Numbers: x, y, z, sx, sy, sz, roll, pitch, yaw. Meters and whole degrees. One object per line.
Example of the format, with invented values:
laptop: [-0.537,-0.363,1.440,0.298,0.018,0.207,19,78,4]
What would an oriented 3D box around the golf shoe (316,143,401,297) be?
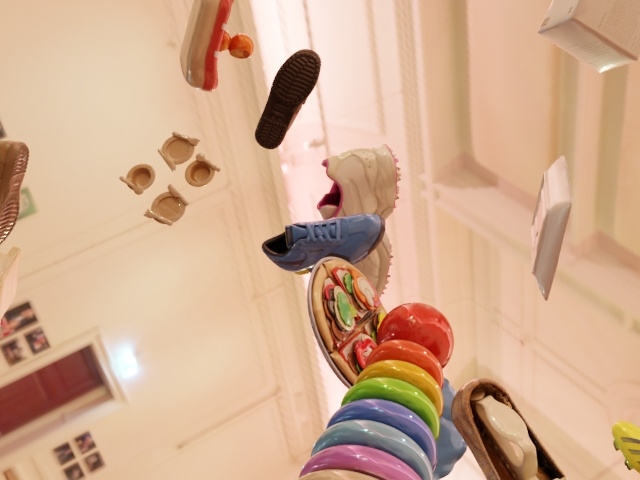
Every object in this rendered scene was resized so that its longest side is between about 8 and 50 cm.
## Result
golf shoe: [0.057,-0.022,1.473,0.115,0.140,0.306,-121,-150,-63]

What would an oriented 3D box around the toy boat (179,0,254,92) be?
toy boat: [-0.221,-0.442,1.881,0.151,0.151,0.231,-139,-116,-65]

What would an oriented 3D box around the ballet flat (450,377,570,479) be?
ballet flat: [0.273,0.314,1.105,0.316,0.107,0.106,55,-23,28]

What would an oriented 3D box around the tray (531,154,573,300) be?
tray: [0.329,-0.028,1.221,0.270,0.030,0.145,-54,154,-67]

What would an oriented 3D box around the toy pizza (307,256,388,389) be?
toy pizza: [0.053,0.111,1.101,0.032,0.201,0.201,-26,-90,28]

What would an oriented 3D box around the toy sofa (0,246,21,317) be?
toy sofa: [-0.771,0.061,1.591,0.177,0.362,0.150,-75,-174,-51]

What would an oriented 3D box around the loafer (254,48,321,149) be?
loafer: [-0.070,-0.293,1.721,0.080,0.220,0.078,30,18,-6]

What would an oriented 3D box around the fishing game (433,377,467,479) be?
fishing game: [0.130,0.276,1.259,0.041,0.189,0.264,119,-43,-64]

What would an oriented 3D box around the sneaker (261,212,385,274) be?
sneaker: [0.000,0.000,1.264,0.209,0.082,0.069,-17,-123,38]

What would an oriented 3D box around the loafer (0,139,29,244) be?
loafer: [-0.406,-0.058,1.054,0.050,0.148,0.056,20,6,7]

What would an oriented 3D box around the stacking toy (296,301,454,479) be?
stacking toy: [0.073,0.186,0.878,0.141,0.330,0.141,10,-56,15]

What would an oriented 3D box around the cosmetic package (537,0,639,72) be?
cosmetic package: [0.613,-0.488,1.851,0.183,0.151,0.151,28,-6,-13]

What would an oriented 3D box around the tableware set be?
tableware set: [-0.263,-0.113,1.491,0.141,0.169,0.020,39,-12,24]

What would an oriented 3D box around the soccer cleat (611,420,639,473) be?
soccer cleat: [0.673,0.432,1.579,0.289,0.093,0.121,50,-54,39]
